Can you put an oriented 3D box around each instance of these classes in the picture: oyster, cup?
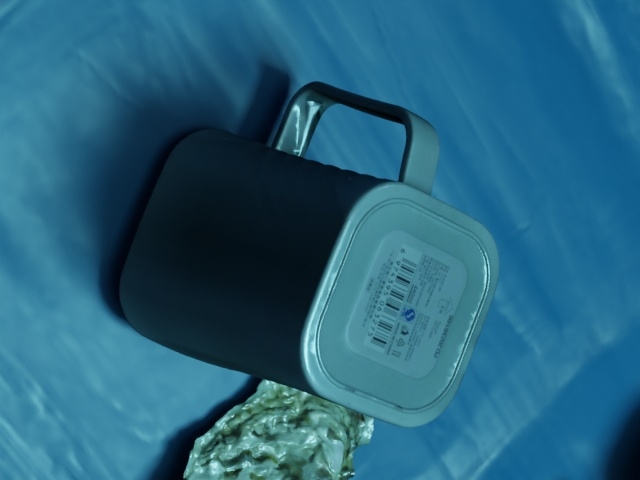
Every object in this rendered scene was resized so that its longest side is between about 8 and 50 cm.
[{"bbox_3d":[-0.023,0.104,0.756,0.098,0.037,0.100,21,90,-34],"label":"oyster"},{"bbox_3d":[0.000,0.000,0.697,0.095,0.129,0.128,26,83,-40],"label":"cup"}]
